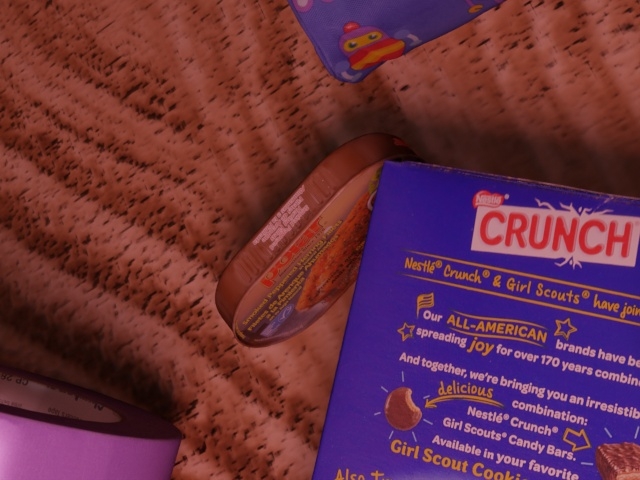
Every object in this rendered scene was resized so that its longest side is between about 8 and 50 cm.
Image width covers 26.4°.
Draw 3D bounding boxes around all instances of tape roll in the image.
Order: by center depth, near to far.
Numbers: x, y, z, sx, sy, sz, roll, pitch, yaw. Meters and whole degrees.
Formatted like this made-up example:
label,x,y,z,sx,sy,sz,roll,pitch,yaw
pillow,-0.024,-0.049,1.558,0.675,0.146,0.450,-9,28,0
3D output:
label,x,y,z,sx,sy,sz,roll,pitch,yaw
tape roll,-0.244,0.147,0.992,0.274,0.275,0.090,15,88,28

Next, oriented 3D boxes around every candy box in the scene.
label,x,y,z,sx,sy,sz,roll,pitch,yaw
candy box,0.145,0.127,0.885,0.268,0.122,0.317,12,88,28

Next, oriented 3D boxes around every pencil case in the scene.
label,x,y,z,sx,sy,sz,roll,pitch,yaw
pencil case,0.111,-0.231,0.969,0.306,0.119,0.133,-26,49,21

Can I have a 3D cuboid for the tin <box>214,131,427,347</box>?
label,x,y,z,sx,sy,sz,roll,pitch,yaw
tin,0.000,0.000,0.990,0.190,0.106,0.040,-47,64,12
